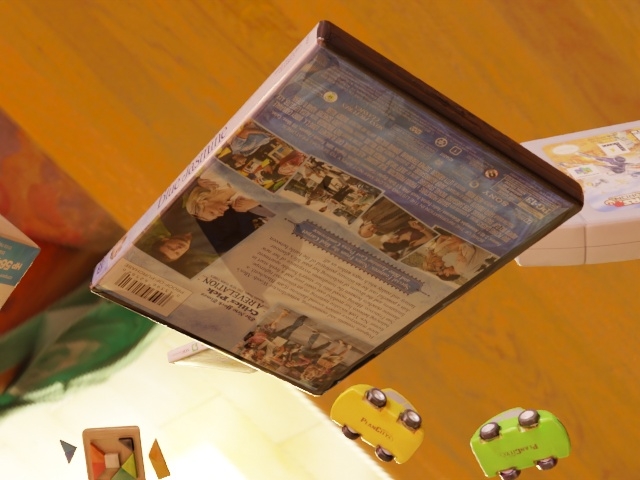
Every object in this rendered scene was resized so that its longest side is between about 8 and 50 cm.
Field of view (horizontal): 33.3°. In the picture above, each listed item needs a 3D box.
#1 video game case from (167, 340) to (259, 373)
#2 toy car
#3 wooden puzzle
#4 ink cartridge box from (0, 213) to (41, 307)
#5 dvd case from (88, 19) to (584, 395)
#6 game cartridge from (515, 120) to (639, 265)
[{"bbox_3d":[-0.106,0.171,1.726,0.193,0.023,0.212,-23,157,30],"label":"video game case"},{"bbox_3d":[0.152,0.223,1.115,0.225,0.053,0.239,-21,105,22],"label":"toy car"},{"bbox_3d":[-0.232,0.246,1.210,0.116,0.014,0.078,-11,97,5],"label":"wooden puzzle"},{"bbox_3d":[-0.389,0.043,1.012,0.148,0.086,0.203,36,91,20],"label":"ink cartridge box"},{"bbox_3d":[0.000,0.000,0.628,0.180,0.022,0.253,28,134,-23],"label":"dvd case"},{"bbox_3d":[0.319,-0.055,1.095,0.297,0.198,0.062,-11,117,-6],"label":"game cartridge"}]
